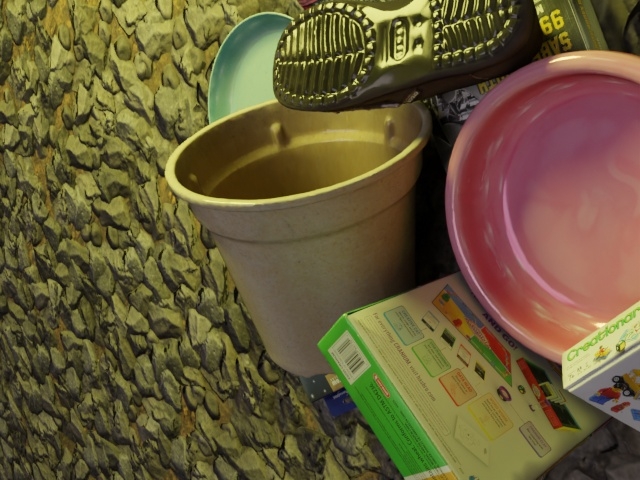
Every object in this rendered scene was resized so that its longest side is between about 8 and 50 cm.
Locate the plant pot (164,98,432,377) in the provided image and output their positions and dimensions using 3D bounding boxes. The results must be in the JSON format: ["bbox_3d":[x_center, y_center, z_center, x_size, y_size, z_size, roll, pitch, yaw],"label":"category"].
[{"bbox_3d":[0.000,0.000,1.005,0.334,0.334,0.305,18,132,41],"label":"plant pot"}]

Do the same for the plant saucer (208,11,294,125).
[{"bbox_3d":[-0.067,-0.199,1.202,0.318,0.044,0.317,14,110,42],"label":"plant saucer"}]

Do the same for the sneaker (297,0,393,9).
[{"bbox_3d":[0.084,-0.343,0.975,0.299,0.120,0.112,22,152,29],"label":"sneaker"}]

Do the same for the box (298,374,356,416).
[{"bbox_3d":[0.001,0.177,1.243,0.136,0.037,0.225,-37,75,44],"label":"box"}]

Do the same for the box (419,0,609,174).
[{"bbox_3d":[0.225,-0.192,0.899,0.231,0.056,0.182,-22,84,46],"label":"box"}]

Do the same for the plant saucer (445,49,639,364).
[{"bbox_3d":[0.285,-0.028,0.778,0.332,0.084,0.331,18,116,43],"label":"plant saucer"}]

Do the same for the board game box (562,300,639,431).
[{"bbox_3d":[0.404,0.142,0.681,0.305,0.053,0.193,30,132,-12],"label":"board game box"}]

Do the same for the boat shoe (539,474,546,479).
[{"bbox_3d":[0.204,0.329,1.044,0.228,0.081,0.079,-31,78,46],"label":"boat shoe"}]

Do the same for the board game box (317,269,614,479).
[{"bbox_3d":[0.184,0.153,0.847,0.242,0.317,0.064,56,134,20],"label":"board game box"}]

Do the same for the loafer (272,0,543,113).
[{"bbox_3d":[0.093,-0.207,0.883,0.366,0.130,0.133,4,86,41],"label":"loafer"}]
